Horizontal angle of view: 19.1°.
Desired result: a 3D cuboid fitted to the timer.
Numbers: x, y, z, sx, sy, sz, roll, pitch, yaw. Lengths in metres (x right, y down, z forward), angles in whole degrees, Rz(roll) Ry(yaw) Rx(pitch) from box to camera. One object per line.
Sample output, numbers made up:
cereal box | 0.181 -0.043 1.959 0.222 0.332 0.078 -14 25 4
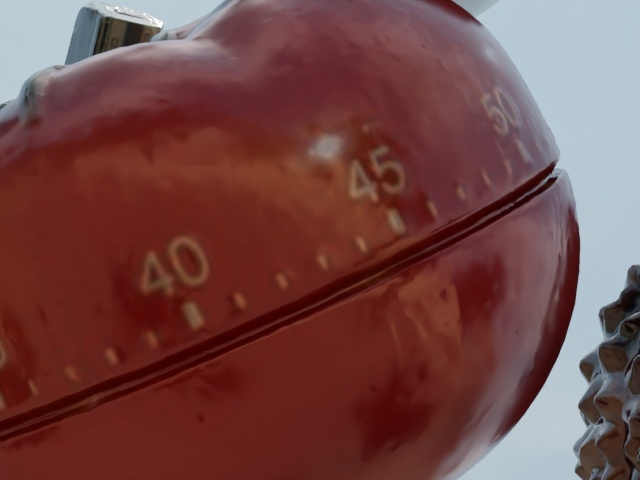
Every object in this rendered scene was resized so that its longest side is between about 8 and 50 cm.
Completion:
timer | -0.052 0.024 0.983 0.378 0.378 0.279 -19 -85 44

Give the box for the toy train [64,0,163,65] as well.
toy train | -0.152 -0.023 1.197 0.048 0.252 0.055 9 16 -24

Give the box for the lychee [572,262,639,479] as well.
lychee | 0.440 0.127 1.437 0.500 0.424 0.424 -16 -42 2

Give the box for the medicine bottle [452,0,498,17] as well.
medicine bottle | 0.100 -0.258 1.313 0.170 0.170 0.293 26 -11 -6

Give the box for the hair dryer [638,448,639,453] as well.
hair dryer | 0.144 -0.031 0.728 0.206 0.237 0.075 17 -8 12
